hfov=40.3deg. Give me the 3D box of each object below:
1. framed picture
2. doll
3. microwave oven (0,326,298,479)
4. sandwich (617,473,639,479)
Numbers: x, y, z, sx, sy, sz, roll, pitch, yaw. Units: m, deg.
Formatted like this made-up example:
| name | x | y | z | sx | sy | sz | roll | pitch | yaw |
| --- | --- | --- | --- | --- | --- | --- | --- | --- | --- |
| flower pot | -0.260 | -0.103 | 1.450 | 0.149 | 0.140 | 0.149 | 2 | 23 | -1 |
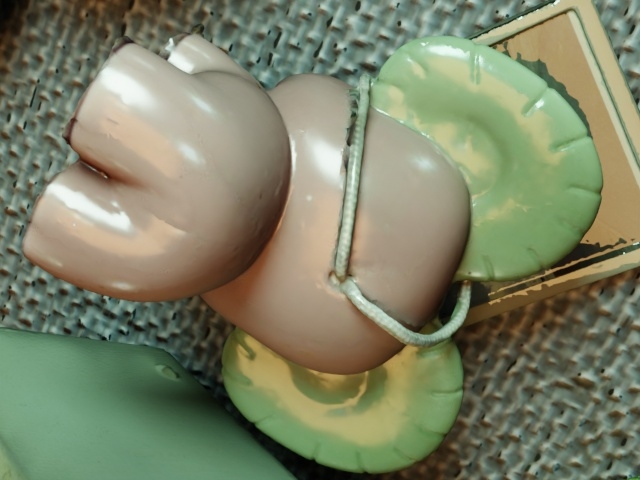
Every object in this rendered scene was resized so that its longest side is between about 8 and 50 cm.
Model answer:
| name | x | y | z | sx | sy | sz | roll | pitch | yaw |
| --- | --- | --- | --- | --- | --- | --- | --- | --- | --- |
| framed picture | 0.096 | -0.036 | 0.604 | 0.260 | 0.023 | 0.189 | -22 | 97 | 20 |
| doll | 0.000 | 0.000 | 0.517 | 0.268 | 0.216 | 0.284 | 28 | 110 | 1 |
| microwave oven | -0.173 | 0.303 | 0.563 | 0.333 | 0.247 | 0.394 | 35 | 102 | 42 |
| sandwich | 0.210 | 0.236 | 0.603 | 0.074 | 0.074 | 0.116 | -24 | 96 | 20 |
